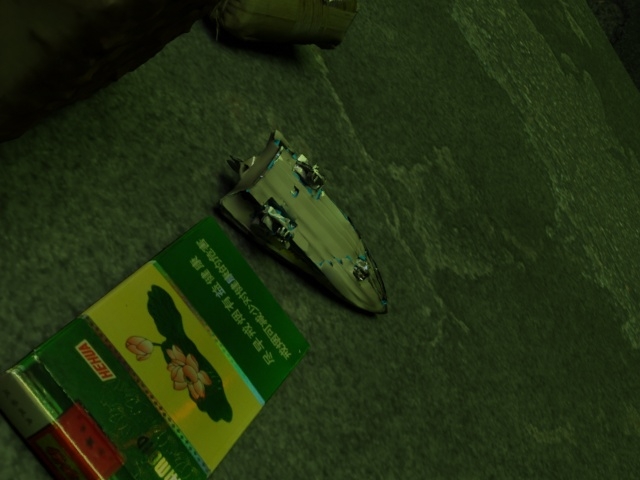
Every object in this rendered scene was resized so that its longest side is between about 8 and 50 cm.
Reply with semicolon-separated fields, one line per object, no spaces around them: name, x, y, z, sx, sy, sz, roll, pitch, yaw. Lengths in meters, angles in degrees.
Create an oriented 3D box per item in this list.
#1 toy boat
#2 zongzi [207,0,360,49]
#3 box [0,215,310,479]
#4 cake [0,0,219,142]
toy boat;0.000;0.000;0.814;0.210;0.066;0.084;48;66;-31
zongzi;-0.078;-0.266;0.952;0.189;0.081;0.178;-6;44;-40
box;-0.098;0.083;0.630;0.132;0.034;0.235;53;32;-7
cake;-0.191;-0.231;0.566;0.290;0.282;0.256;55;39;-10
